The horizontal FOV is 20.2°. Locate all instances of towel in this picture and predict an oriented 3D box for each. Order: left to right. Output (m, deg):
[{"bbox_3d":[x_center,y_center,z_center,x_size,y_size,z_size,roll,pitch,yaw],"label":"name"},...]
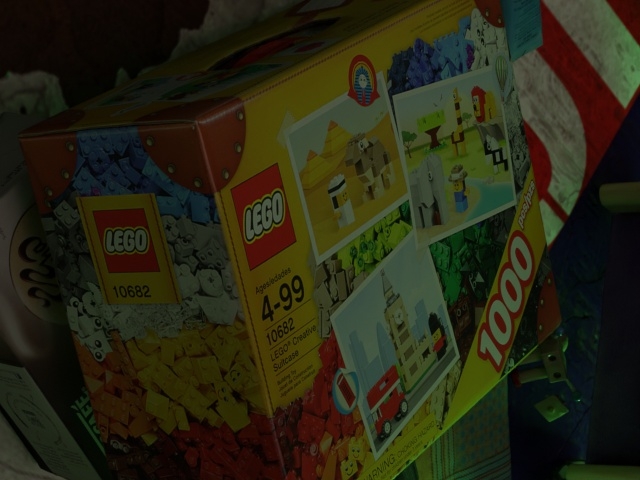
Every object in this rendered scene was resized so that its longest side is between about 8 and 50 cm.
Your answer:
[{"bbox_3d":[0.110,0.246,1.980,0.271,0.040,0.370,-16,109,-39],"label":"towel"}]

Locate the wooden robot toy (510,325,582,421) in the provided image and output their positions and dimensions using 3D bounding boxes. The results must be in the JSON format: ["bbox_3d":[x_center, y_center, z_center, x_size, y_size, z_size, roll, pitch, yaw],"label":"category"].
[{"bbox_3d":[0.255,0.120,2.077,0.079,0.076,0.173,-70,146,-57],"label":"wooden robot toy"}]

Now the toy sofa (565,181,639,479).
[{"bbox_3d":[0.375,0.108,2.041,0.177,0.150,0.363,28,66,-50],"label":"toy sofa"}]

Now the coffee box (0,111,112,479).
[{"bbox_3d":[-0.229,0.057,1.569,0.168,0.119,0.297,-47,127,-28],"label":"coffee box"}]

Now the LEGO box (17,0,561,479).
[{"bbox_3d":[0.000,0.000,1.601,0.500,0.193,0.373,-34,116,-52],"label":"LEGO box"}]

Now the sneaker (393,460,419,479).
[{"bbox_3d":[0.025,0.393,1.804,0.185,0.202,0.483,0,100,-16],"label":"sneaker"}]

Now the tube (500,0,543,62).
[{"bbox_3d":[0.209,-0.294,1.933,0.080,0.052,0.207,-31,122,-38],"label":"tube"}]

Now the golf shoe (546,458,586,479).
[{"bbox_3d":[0.300,0.318,2.110,0.198,0.094,0.077,-30,118,-54],"label":"golf shoe"}]
